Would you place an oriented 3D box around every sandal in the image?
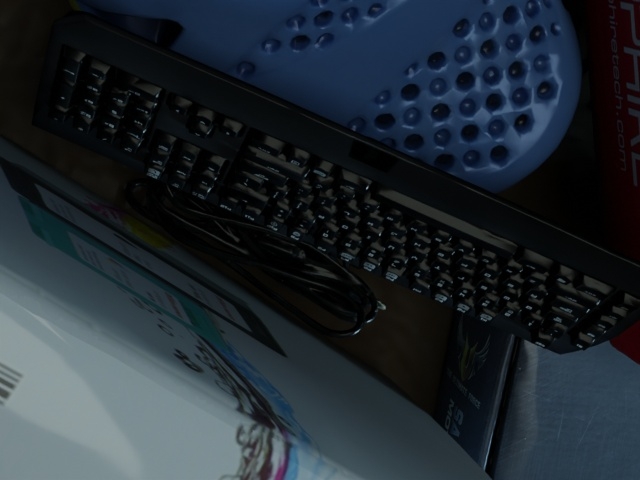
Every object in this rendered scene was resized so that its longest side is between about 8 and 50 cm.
[{"bbox_3d":[-0.042,-0.112,0.411,0.317,0.138,0.126,38,94,-24],"label":"sandal"}]

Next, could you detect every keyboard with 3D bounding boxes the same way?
[{"bbox_3d":[0.000,0.000,0.460,0.192,0.100,0.038,24,68,-5],"label":"keyboard"}]

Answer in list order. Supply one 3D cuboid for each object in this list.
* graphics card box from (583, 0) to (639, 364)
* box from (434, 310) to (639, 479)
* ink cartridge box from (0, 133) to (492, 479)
[{"bbox_3d":[0.258,-0.104,0.497,0.371,0.094,0.233,-16,109,-20],"label":"graphics card box"},{"bbox_3d":[0.150,0.117,0.574,0.232,0.059,0.183,6,102,-17],"label":"box"},{"bbox_3d":[-0.104,0.087,0.417,0.270,0.197,0.198,34,94,-22],"label":"ink cartridge box"}]
